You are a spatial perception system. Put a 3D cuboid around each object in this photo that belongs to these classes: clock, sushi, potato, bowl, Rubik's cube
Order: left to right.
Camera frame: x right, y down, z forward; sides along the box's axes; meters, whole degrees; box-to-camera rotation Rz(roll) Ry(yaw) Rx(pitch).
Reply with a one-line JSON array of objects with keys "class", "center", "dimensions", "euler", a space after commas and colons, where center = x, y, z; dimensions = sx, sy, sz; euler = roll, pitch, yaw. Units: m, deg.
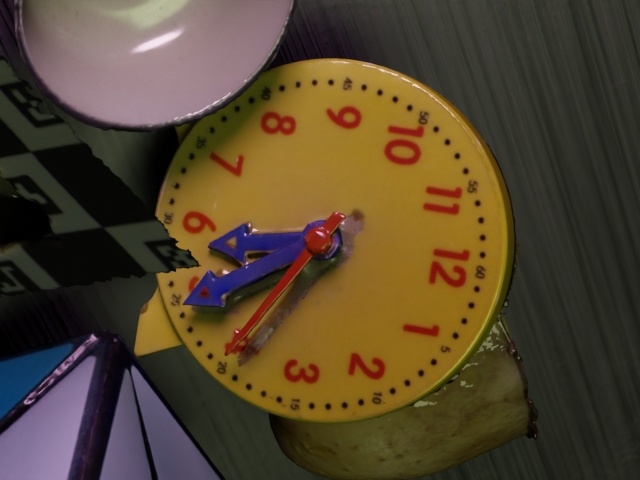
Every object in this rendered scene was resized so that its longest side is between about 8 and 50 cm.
[{"class": "sushi", "center": [-0.280, -0.112, 1.319], "dimensions": [0.296, 0.100, 0.373], "euler": [-9, 138, 36]}, {"class": "Rubik's cube", "center": [-0.222, 0.253, 1.448], "dimensions": [0.246, 0.248, 0.250], "euler": [-16, 129, 18]}, {"class": "bowl", "center": [-0.131, -0.193, 1.360], "dimensions": [0.211, 0.112, 0.211], "euler": [-11, 121, -18]}, {"class": "clock", "center": [0.001, 0.000, 1.420], "dimensions": [0.293, 0.071, 0.277], "euler": [3, 91, 13]}, {"class": "potato", "center": [0.051, 0.088, 1.554], "dimensions": [0.242, 0.242, 0.285], "euler": [-28, 143, -8]}]
